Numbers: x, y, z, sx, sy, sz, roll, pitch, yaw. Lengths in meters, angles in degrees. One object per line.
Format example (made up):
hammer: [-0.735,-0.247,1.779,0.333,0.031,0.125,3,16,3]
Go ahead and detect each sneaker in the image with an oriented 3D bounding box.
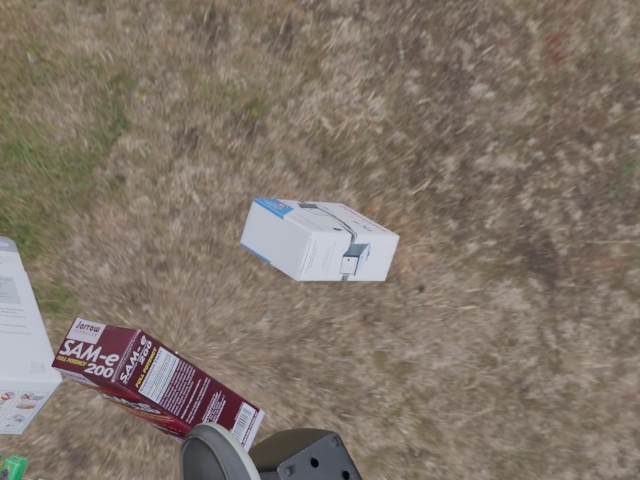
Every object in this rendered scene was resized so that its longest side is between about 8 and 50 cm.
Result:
sneaker: [-0.113,0.285,1.085,0.118,0.083,0.222,-1,68,-45]

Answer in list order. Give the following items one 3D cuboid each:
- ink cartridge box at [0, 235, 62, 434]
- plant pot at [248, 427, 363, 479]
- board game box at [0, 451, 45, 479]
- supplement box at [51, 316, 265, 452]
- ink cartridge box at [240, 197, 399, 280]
ink cartridge box: [-0.541,0.114,1.534,0.309,0.130,0.272,11,40,-42]
plant pot: [-0.036,0.377,1.657,0.188,0.167,0.187,-24,83,-41]
board game box: [-0.282,0.438,1.790,0.390,0.390,0.050,27,81,-47]
supplement box: [-0.195,0.183,1.393,0.239,0.130,0.073,41,65,-39]
ink cartridge box: [0.000,0.000,1.694,0.190,0.139,0.082,0,113,-46]
